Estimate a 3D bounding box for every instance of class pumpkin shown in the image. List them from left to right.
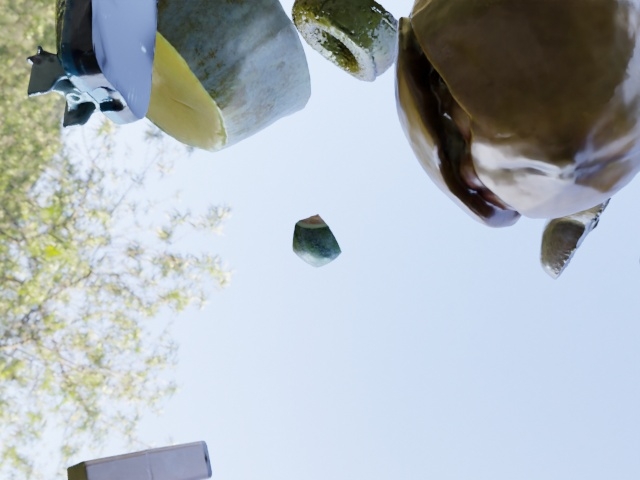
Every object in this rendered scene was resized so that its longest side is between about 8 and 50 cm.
[{"bbox_3d":[-0.199,-0.285,1.115,0.199,0.332,0.332,-43,-148,-19],"label":"pumpkin"}]

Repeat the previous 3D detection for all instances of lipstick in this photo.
[{"bbox_3d":[-0.185,0.243,0.737,0.045,0.145,0.045,-29,-113,39],"label":"lipstick"}]

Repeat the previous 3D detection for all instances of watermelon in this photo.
[{"bbox_3d":[-0.001,-0.002,1.261,0.092,0.084,0.072,18,-128,13],"label":"watermelon"}]

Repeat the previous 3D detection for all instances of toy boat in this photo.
[{"bbox_3d":[-0.227,-0.262,0.708,0.092,0.134,0.298,-7,-115,12],"label":"toy boat"}]

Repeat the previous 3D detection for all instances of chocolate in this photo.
[{"bbox_3d":[0.499,-0.037,1.400,0.083,0.161,0.261,33,-137,19],"label":"chocolate"}]

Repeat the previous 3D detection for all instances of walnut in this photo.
[{"bbox_3d":[0.165,-0.159,0.566,0.209,0.209,0.336,-23,-137,34],"label":"walnut"}]

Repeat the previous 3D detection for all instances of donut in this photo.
[{"bbox_3d":[0.051,-0.423,1.435,0.107,0.272,0.272,-59,-144,-1],"label":"donut"}]
